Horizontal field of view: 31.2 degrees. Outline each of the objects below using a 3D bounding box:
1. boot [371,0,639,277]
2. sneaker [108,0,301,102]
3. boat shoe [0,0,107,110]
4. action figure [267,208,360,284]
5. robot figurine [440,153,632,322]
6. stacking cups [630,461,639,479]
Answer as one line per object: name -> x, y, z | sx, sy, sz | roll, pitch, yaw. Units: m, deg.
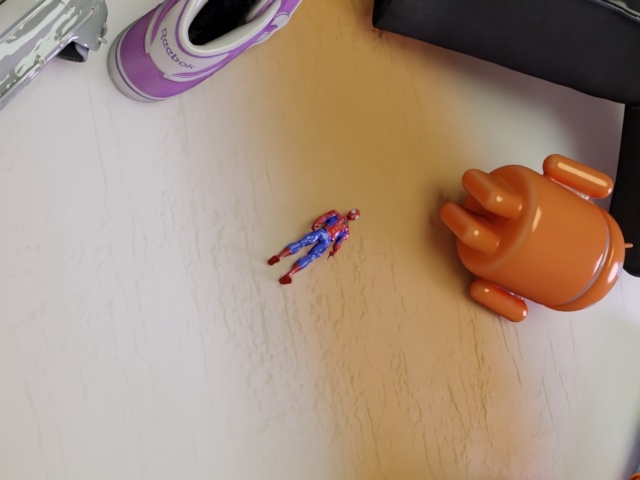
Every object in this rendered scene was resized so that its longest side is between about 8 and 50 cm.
boot -> 0.260, -0.180, 1.242 | 0.445, 0.146, 0.367 | 17, 104, -21
sneaker -> -0.054, -0.232, 1.040 | 0.102, 0.161, 0.282 | 48, 56, -17
boat shoe -> -0.225, -0.183, 0.965 | 0.227, 0.079, 0.081 | -47, 117, -27
action figure -> 0.000, 0.000, 1.113 | 0.115, 0.030, 0.038 | -39, 99, -36
robot figurine -> 0.234, -0.002, 1.217 | 0.219, 0.128, 0.158 | 24, 67, -30
stacking cups -> 0.399, 0.258, 1.319 | 0.096, 0.096, 0.316 | 42, 64, -22
